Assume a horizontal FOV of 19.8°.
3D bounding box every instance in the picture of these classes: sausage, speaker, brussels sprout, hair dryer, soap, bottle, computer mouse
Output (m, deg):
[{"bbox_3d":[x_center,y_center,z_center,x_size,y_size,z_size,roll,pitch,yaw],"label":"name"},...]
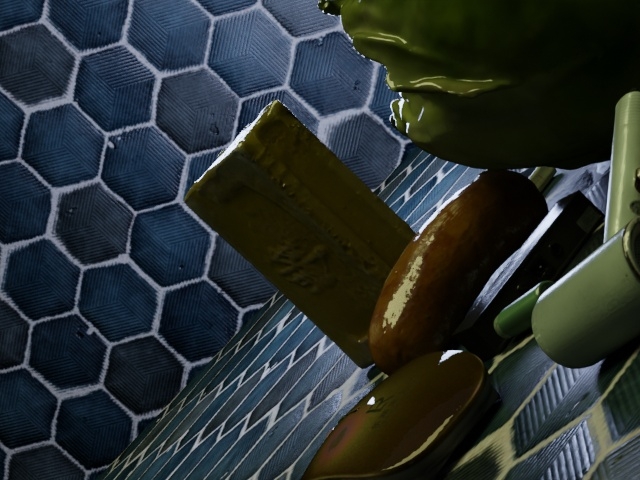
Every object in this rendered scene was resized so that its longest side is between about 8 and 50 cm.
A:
[{"bbox_3d":[0.140,0.034,1.970,0.270,0.109,0.109,-53,7,-26],"label":"sausage"},{"bbox_3d":[0.203,0.033,1.777,0.191,0.040,0.046,-49,8,-25],"label":"speaker"},{"bbox_3d":[0.249,-0.238,1.918,0.361,0.342,0.425,13,14,42],"label":"brussels sprout"},{"bbox_3d":[0.230,-0.024,1.430,0.131,0.073,0.236,-43,30,48],"label":"hair dryer"},{"bbox_3d":[0.000,0.000,2.174,0.091,0.315,0.199,-51,8,-33],"label":"soap"},{"bbox_3d":[0.190,0.065,1.689,0.030,0.030,0.083,-51,5,-35],"label":"bottle"},{"bbox_3d":[0.058,0.180,1.686,0.158,0.072,0.310,-47,4,-22],"label":"computer mouse"}]

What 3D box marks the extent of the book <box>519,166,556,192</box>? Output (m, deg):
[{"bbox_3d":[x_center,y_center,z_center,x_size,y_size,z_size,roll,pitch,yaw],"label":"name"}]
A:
[{"bbox_3d":[0.184,-0.003,2.298,0.191,0.025,0.269,-49,5,-17],"label":"book"}]
